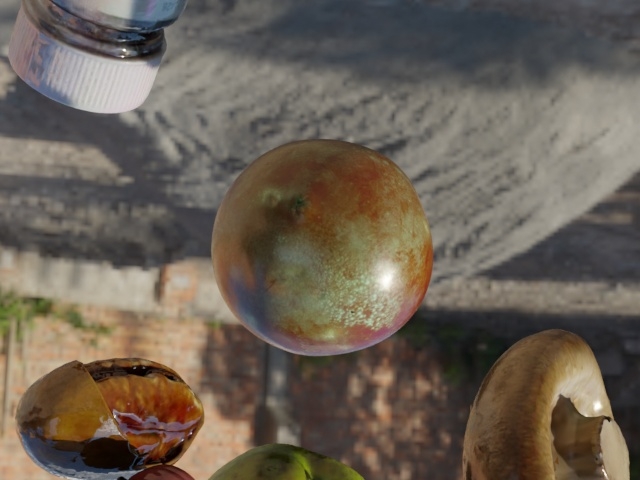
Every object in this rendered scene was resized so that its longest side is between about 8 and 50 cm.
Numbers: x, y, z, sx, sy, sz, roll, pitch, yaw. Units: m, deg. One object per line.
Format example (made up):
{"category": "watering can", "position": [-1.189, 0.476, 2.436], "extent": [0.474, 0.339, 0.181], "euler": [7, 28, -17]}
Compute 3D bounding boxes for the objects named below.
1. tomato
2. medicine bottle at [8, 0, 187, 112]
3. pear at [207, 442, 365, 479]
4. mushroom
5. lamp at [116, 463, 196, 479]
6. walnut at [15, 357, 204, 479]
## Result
{"category": "tomato", "position": [0.000, 0.000, 1.648], "extent": [0.270, 0.270, 0.222], "euler": [0, 152, 16]}
{"category": "medicine bottle", "position": [-0.201, -0.278, 1.354], "extent": [0.165, 0.273, 0.165], "euler": [17, -149, -11]}
{"category": "pear", "position": [-0.045, 0.354, 1.537], "extent": [0.293, 0.292, 0.159], "euler": [-1, -149, 19]}
{"category": "mushroom", "position": [0.217, 0.219, 1.298], "extent": [0.146, 0.278, 0.278], "euler": [-5, 170, 27]}
{"category": "lamp", "position": [-0.143, 0.239, 1.157], "extent": [0.092, 0.107, 0.107], "euler": [36, 178, 10]}
{"category": "walnut", "position": [-0.180, 0.160, 1.230], "extent": [0.116, 0.115, 0.207], "euler": [-5, 169, 42]}
